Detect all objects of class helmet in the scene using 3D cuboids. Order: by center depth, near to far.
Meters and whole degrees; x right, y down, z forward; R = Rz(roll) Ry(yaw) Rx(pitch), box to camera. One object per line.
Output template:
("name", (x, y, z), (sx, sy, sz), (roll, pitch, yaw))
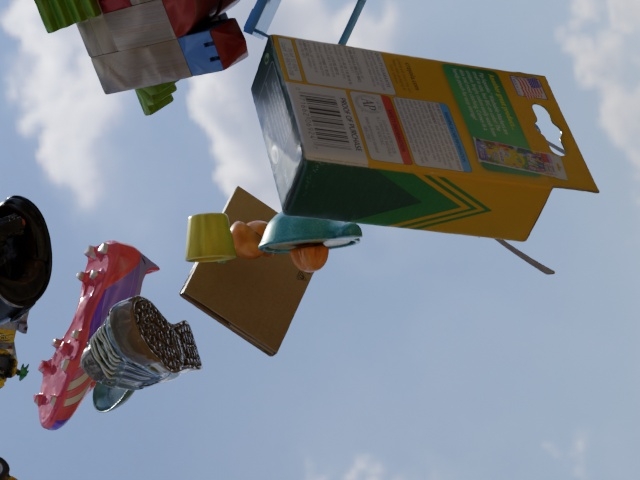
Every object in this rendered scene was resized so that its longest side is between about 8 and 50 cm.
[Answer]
("helmet", (-0.407, 0.021, 1.863), (0.169, 0.161, 0.169), (21, -115, -56))

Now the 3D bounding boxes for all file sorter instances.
("file sorter", (-0.010, -0.265, 1.819), (0.170, 0.104, 0.118), (-63, -2, -84))

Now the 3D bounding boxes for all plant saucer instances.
("plant saucer", (-0.293, 0.201, 2.385), (0.021, 0.119, 0.119), (29, -129, -30))

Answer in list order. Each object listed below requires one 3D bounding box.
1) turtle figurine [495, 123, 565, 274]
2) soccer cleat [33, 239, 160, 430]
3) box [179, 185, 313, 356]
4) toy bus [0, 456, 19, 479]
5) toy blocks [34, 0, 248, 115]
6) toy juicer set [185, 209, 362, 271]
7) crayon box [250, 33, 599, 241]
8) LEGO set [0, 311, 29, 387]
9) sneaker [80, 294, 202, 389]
("turtle figurine", (0.214, -0.106, 2.297), (0.198, 0.266, 0.274), (114, 149, -60))
("soccer cleat", (-0.271, 0.119, 1.977), (0.095, 0.083, 0.248), (26, -108, -30))
("box", (-0.094, 0.042, 2.326), (0.164, 0.021, 0.201), (34, -123, -15))
("toy bus", (-0.450, 0.415, 2.313), (0.130, 0.333, 0.108), (-42, -22, -42))
("toy blocks", (-0.176, -0.330, 1.825), (0.191, 0.261, 0.381), (-39, -65, -46))
("toy juicer set", (0.000, 0.000, 2.169), (0.209, 0.329, 0.089), (12, -108, -68))
("crayon box", (0.104, -0.103, 1.686), (0.203, 0.323, 0.083), (-105, 28, -46))
("LEGO set", (-0.562, 0.129, 2.360), (0.255, 0.331, 0.192), (-65, 25, 20))
("sneaker", (-0.164, 0.097, 1.376), (0.192, 0.086, 0.064), (42, -150, -75))
